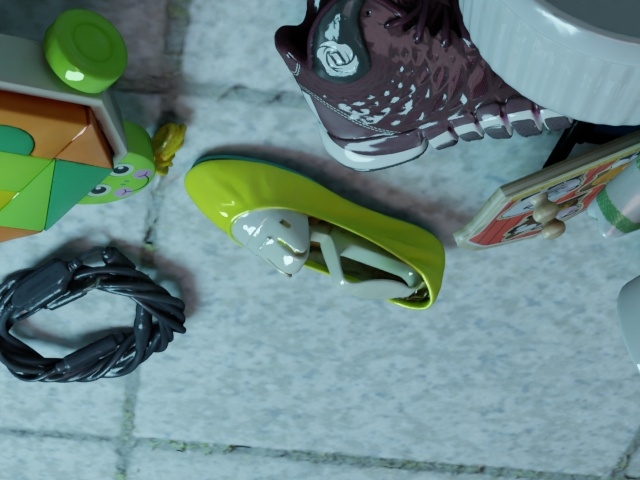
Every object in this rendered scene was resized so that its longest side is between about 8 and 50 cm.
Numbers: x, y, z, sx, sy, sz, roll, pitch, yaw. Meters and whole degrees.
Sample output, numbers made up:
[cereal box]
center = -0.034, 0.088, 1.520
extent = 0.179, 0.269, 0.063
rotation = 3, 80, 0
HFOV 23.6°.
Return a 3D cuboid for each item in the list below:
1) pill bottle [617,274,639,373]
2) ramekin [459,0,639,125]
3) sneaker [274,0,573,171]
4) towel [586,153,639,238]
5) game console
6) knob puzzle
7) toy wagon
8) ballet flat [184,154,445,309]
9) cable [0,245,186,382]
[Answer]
[pill bottle]
center = 0.384, 0.022, 1.166
extent = 0.169, 0.169, 0.301
rotation = 32, 130, -33
[ramekin]
center = 0.178, -0.165, 0.916
extent = 0.207, 0.207, 0.109
rotation = 4, 149, -5
[sneaker]
center = 0.094, -0.147, 1.013
extent = 0.281, 0.106, 0.162
rotation = -20, 134, 23
[towel]
center = 0.319, -0.114, 0.951
extent = 0.325, 0.038, 0.248
rotation = -40, 168, 22
[game console]
center = 0.226, -0.092, 1.107
extent = 0.071, 0.107, 0.122
rotation = 31, 138, 7
[knob puzzle]
center = 0.189, -0.027, 1.143
extent = 0.213, 0.030, 0.213
rotation = -24, 168, -5
[toy wagon]
center = -0.239, -0.067, 1.054
extent = 0.344, 0.068, 0.267
rotation = 9, 148, -39
[ballet flat]
center = 0.000, 0.000, 1.209
extent = 0.231, 0.077, 0.077
rotation = 20, 138, -22
[cable]
center = -0.207, 0.071, 1.330
extent = 0.184, 0.047, 0.150
rotation = -33, 135, 31
